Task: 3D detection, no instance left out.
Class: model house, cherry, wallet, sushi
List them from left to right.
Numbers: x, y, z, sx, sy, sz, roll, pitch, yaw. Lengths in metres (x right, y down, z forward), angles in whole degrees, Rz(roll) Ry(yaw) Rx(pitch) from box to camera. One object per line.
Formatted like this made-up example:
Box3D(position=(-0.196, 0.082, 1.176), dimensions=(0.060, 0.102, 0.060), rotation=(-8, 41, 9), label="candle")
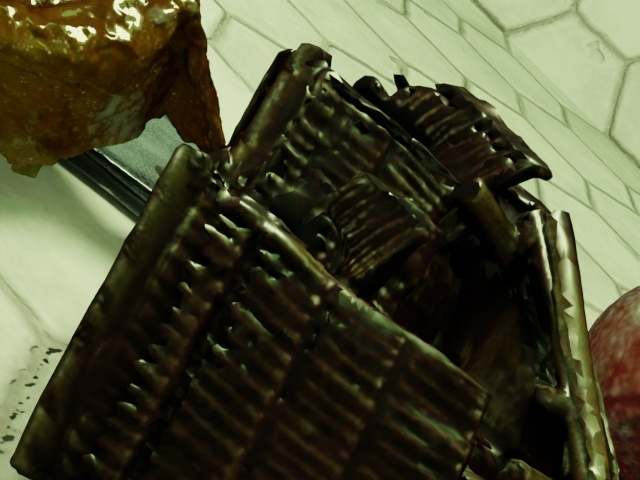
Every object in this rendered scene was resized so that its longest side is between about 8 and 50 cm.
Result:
Box3D(position=(-0.197, -0.131, 0.970), dimensions=(0.296, 0.179, 0.166), rotation=(7, 54, -17), label="sushi")
Box3D(position=(-0.119, -0.051, 1.138), dimensions=(0.222, 0.036, 0.167), rotation=(37, 20, -9), label="wallet")
Box3D(position=(0.013, 0.042, 0.766), dimensions=(0.297, 0.317, 0.282), rotation=(25, -8, 44), label="model house")
Box3D(position=(0.343, 0.146, 1.361), dimensions=(0.230, 0.203, 0.300), rotation=(37, 10, 5), label="cherry")

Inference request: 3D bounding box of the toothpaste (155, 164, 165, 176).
Box3D(position=(0.000, 0.000, 1.128), dimensions=(0.100, 0.066, 0.323), rotation=(51, 21, 27), label="toothpaste")
